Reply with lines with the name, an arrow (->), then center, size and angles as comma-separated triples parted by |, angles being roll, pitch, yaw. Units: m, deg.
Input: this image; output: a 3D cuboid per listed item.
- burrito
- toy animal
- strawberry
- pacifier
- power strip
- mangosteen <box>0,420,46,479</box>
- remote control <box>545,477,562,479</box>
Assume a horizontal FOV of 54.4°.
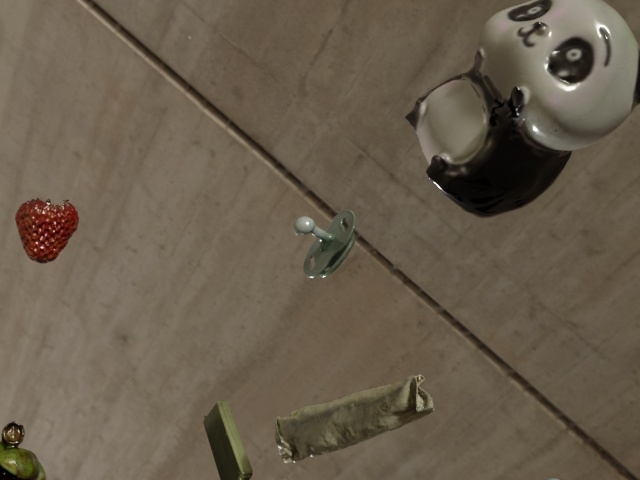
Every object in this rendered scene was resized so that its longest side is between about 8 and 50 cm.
burrito -> 0.047, 0.266, 0.943 | 0.275, 0.082, 0.059 | -27, -32, 25
toy animal -> 0.299, -0.200, 0.895 | 0.310, 0.251, 0.251 | -38, -2, 31
strawberry -> -0.343, -0.013, 0.775 | 0.073, 0.073, 0.083 | 66, -149, -81
pacifier -> 0.000, 0.000, 1.146 | 0.150, 0.116, 0.127 | -45, 30, 23
power strip -> -0.166, 0.376, 1.119 | 0.028, 0.169, 0.076 | 8, -48, -40
mangosteen -> -0.686, 0.548, 1.216 | 0.311, 0.311, 0.311 | -47, -8, -9
remote control -> 0.561, 0.718, 1.569 | 0.244, 0.087, 0.047 | -62, -34, -10
